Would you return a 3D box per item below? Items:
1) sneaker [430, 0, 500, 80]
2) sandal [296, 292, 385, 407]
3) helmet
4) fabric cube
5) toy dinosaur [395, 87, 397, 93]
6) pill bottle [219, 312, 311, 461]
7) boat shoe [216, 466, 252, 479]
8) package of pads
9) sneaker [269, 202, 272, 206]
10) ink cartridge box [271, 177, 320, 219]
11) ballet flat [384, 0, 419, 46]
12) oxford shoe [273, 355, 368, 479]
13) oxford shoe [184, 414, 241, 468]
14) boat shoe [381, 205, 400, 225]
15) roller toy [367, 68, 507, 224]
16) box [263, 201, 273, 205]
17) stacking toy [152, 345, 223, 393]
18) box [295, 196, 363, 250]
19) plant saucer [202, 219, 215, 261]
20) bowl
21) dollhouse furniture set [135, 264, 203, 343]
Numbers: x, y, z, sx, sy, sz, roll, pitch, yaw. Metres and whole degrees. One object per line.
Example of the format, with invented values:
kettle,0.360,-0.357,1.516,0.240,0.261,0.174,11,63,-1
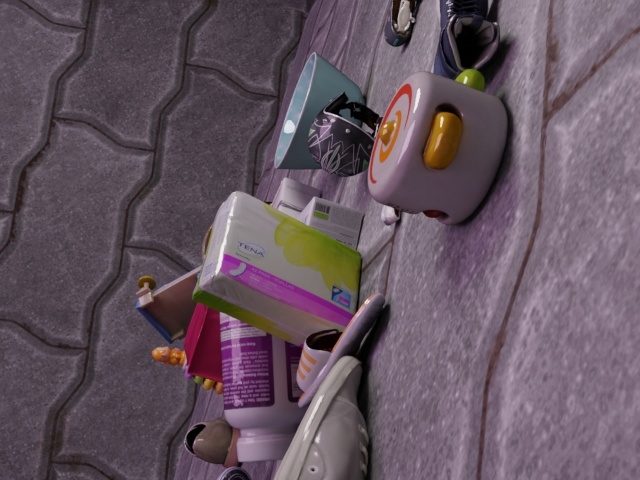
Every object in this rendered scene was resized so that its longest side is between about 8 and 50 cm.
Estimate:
sneaker,0.221,-0.337,1.217,0.163,0.086,0.226,107,169,-83
sandal,0.021,0.171,1.380,0.102,0.076,0.265,-23,-33,-56
helmet,0.052,-0.213,1.709,0.161,0.169,0.169,-60,2,-37
fabric cube,-0.145,0.178,1.807,0.258,0.254,0.258,-160,88,-80
toy dinosaur,0.159,-0.215,1.515,0.092,0.053,0.183,-52,24,17
pill bottle,-0.104,0.267,1.568,0.169,0.169,0.301,138,130,-69
boat shoe,-0.180,0.606,1.686,0.102,0.108,0.301,121,161,-49
package of pads,-0.068,0.060,1.499,0.101,0.297,0.229,-46,25,40
sneaker,-0.112,-0.013,2.469,0.069,0.082,0.209,-41,-48,-77
ink cartridge box,-0.091,-0.005,2.203,0.272,0.115,0.198,-84,17,-48
ballet flat,0.187,-0.528,1.790,0.074,0.074,0.203,-176,98,-79
oxford shoe,0.008,0.330,1.176,0.449,0.130,0.169,-61,-10,-61
oxford shoe,-0.308,0.549,2.301,0.397,0.147,0.140,145,141,-73
boat shoe,0.131,-0.071,1.436,0.035,0.035,0.100,-26,36,37
roller toy,0.149,-0.125,1.110,0.209,0.146,0.191,-85,16,-48
box,-0.162,0.006,2.547,0.190,0.045,0.184,80,-163,-50
stacking toy,-0.331,0.354,2.325,0.175,0.302,0.165,166,121,-78
box,0.000,0.000,1.740,0.203,0.114,0.103,136,149,-66
plant saucer,-0.209,0.027,2.395,0.041,0.278,0.277,68,-145,-69
bowl,0.007,-0.305,2.077,0.311,0.163,0.311,-162,90,-80
dollhouse furniture set,-0.263,0.127,2.046,0.287,0.303,0.198,-31,30,15
